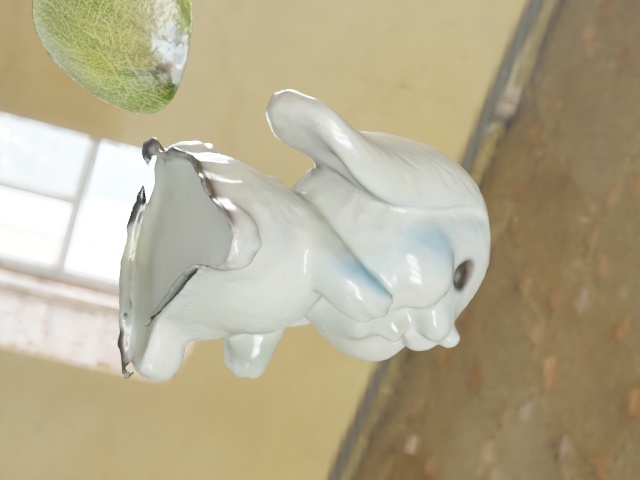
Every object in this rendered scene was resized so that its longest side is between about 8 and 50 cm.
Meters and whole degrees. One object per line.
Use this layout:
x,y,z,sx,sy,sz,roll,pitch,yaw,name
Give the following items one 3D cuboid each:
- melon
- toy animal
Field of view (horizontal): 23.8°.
-0.143,-0.156,1.056,0.128,0.079,0.160,47,-52,40,melon
-0.019,0.005,1.160,0.249,0.289,0.174,-29,-124,33,toy animal
